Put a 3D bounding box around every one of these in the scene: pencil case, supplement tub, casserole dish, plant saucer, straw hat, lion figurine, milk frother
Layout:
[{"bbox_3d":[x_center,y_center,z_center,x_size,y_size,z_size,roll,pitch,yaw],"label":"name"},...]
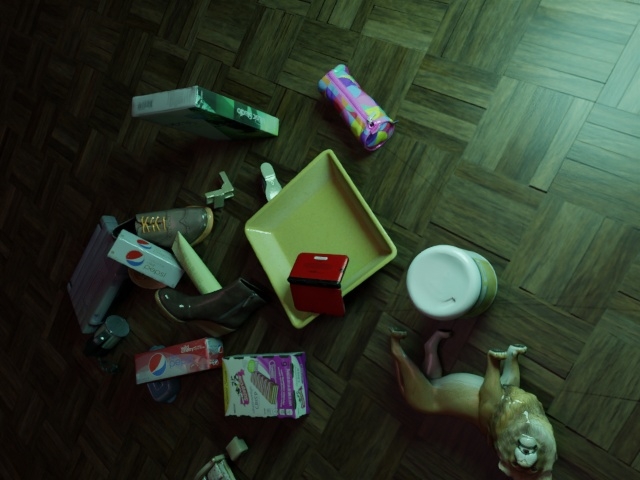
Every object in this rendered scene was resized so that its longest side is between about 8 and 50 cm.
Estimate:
[{"bbox_3d":[0.088,-0.330,1.249,0.104,0.104,0.236,-45,63,20],"label":"pencil case"},{"bbox_3d":[0.274,0.088,1.027,0.145,0.200,0.144,-4,82,32],"label":"supplement tub"},{"bbox_3d":[-0.503,0.416,1.568,0.114,0.037,0.188,-41,67,22],"label":"casserole dish"},{"bbox_3d":[0.000,0.000,1.278,0.333,0.081,0.332,-40,65,22],"label":"plant saucer"},{"bbox_3d":[-0.528,0.081,1.599,0.144,0.145,0.061,-56,20,14],"label":"straw hat"},{"bbox_3d":[0.293,0.322,1.048,0.392,0.142,0.240,8,96,46],"label":"lion figurine"},{"bbox_3d":[-0.688,0.350,1.667,0.143,0.129,0.135,40,112,-17],"label":"milk frother"}]

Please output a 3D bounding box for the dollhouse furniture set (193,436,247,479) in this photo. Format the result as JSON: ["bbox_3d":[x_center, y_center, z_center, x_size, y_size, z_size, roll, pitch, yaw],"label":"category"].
[{"bbox_3d":[-0.285,0.750,1.292,0.355,0.174,0.303,-54,54,18],"label":"dollhouse furniture set"}]

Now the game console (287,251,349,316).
[{"bbox_3d":[0.002,0.102,1.211,0.144,0.085,0.124,3,55,31],"label":"game console"}]

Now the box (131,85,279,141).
[{"bbox_3d":[-0.299,-0.330,1.357,0.233,0.322,0.058,2,90,32],"label":"box"}]

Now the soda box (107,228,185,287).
[{"bbox_3d":[-0.517,0.055,1.518,0.073,0.216,0.069,-55,20,14],"label":"soda box"}]

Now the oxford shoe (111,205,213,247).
[{"bbox_3d":[-0.486,-0.033,1.549,0.364,0.133,0.129,-13,78,30],"label":"oxford shoe"}]

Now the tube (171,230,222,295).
[{"bbox_3d":[-0.363,0.085,1.483,0.070,0.062,0.240,-42,74,5],"label":"tube"}]

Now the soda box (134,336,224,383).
[{"bbox_3d":[-0.410,0.351,1.467,0.264,0.083,0.092,-17,73,21],"label":"soda box"}]

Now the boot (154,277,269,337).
[{"bbox_3d":[-0.290,0.154,1.360,0.207,0.248,0.090,-38,36,20],"label":"boot"}]

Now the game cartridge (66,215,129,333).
[{"bbox_3d":[-0.747,0.121,1.709,0.355,0.068,0.230,-52,60,25],"label":"game cartridge"}]

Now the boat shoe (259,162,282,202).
[{"bbox_3d":[-0.138,-0.147,1.402,0.043,0.049,0.136,127,127,-66],"label":"boat shoe"}]

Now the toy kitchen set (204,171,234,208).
[{"bbox_3d":[-0.310,-0.145,1.496,0.075,0.083,0.068,60,156,22],"label":"toy kitchen set"}]

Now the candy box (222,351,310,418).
[{"bbox_3d":[-0.148,0.380,1.332,0.234,0.071,0.159,-11,80,31],"label":"candy box"}]
